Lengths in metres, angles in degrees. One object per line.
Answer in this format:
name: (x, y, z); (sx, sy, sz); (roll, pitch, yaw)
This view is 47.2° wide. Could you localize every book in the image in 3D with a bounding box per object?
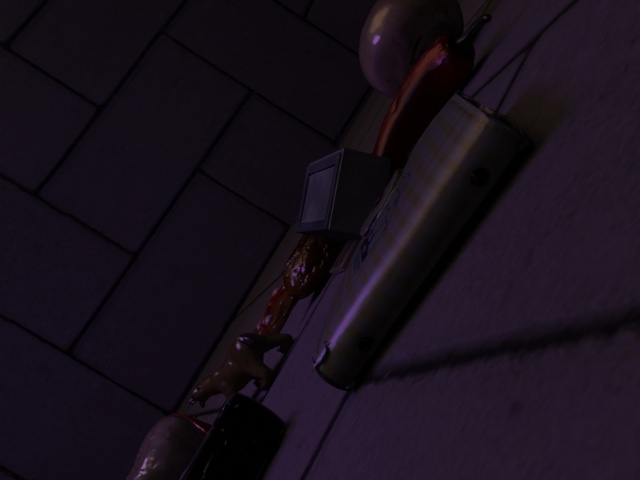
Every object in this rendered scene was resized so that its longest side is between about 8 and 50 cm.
book: (0.056, 0.008, 1.272); (0.110, 0.014, 0.077); (-59, 8, -15)

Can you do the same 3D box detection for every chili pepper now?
chili pepper: (0.173, -0.214, 1.233); (0.368, 0.092, 0.137); (-63, 23, 19)

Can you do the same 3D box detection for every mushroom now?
mushroom: (0.195, -0.398, 1.476); (0.246, 0.202, 0.246); (-26, -45, -29)

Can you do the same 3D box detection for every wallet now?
wallet: (0.096, -0.012, 0.791); (0.309, 0.077, 0.223); (-57, 9, 17)

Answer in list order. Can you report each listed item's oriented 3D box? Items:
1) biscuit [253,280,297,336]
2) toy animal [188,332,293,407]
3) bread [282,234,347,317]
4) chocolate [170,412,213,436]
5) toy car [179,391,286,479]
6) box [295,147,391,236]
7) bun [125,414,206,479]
biscuit: (-0.084, 0.136, 1.635); (0.324, 0.049, 0.205); (-57, 6, 23)
toy animal: (-0.148, 0.239, 1.313); (0.218, 0.101, 0.103); (-54, 8, 35)
bread: (0.002, 0.002, 1.421); (0.344, 0.084, 0.124); (-61, 6, -28)
chocolate: (-0.297, 0.459, 1.369); (0.237, 0.108, 0.235); (-56, 7, 2)
toy car: (-0.131, 0.298, 0.913); (0.209, 0.089, 0.108); (-59, 5, -34)
box: (0.031, -0.071, 1.220); (0.225, 0.086, 0.129); (177, 103, -76)
bun: (-0.221, 0.368, 1.064); (0.231, 0.133, 0.231); (-60, 11, 19)
